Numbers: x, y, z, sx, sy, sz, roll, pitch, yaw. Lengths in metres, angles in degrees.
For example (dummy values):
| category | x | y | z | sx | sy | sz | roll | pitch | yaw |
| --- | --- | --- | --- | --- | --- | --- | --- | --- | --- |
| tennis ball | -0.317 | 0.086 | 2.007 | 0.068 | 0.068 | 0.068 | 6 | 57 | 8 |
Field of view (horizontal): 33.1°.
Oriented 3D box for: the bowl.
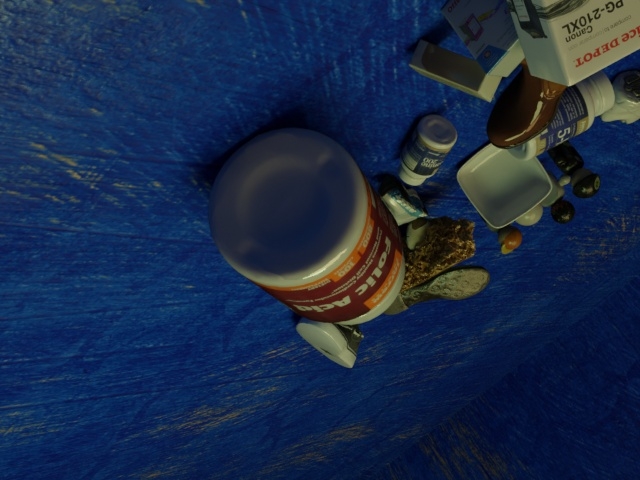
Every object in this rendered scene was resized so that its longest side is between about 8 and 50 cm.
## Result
| category | x | y | z | sx | sy | sz | roll | pitch | yaw |
| --- | --- | --- | --- | --- | --- | --- | --- | --- | --- |
| bowl | 0.336 | -0.111 | 1.968 | 0.142 | 0.142 | 0.053 | -36 | -179 | 11 |

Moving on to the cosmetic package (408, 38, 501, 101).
| category | x | y | z | sx | sy | sz | roll | pitch | yaw |
| --- | --- | --- | --- | --- | --- | --- | --- | --- | --- |
| cosmetic package | 0.187 | -0.236 | 1.493 | 0.060 | 0.115 | 0.041 | 15 | 100 | -64 |

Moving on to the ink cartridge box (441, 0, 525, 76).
| category | x | y | z | sx | sy | sz | roll | pitch | yaw |
| --- | --- | --- | --- | --- | --- | --- | --- | --- | --- |
| ink cartridge box | 0.228 | -0.291 | 1.424 | 0.052 | 0.122 | 0.088 | -4 | 145 | -44 |

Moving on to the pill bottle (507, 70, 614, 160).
| category | x | y | z | sx | sy | sz | roll | pitch | yaw |
| --- | --- | --- | --- | --- | --- | --- | --- | --- | --- |
| pill bottle | 0.400 | -0.222 | 1.831 | 0.186 | 0.112 | 0.112 | -27 | 159 | -12 |

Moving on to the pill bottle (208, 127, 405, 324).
| category | x | y | z | sx | sy | sz | roll | pitch | yaw |
| --- | --- | --- | --- | --- | --- | --- | --- | --- | --- |
| pill bottle | 0.000 | 0.000 | 1.609 | 0.224 | 0.224 | 0.392 | -34 | 159 | 5 |

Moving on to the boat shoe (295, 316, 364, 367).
| category | x | y | z | sx | sy | sz | roll | pitch | yaw |
| --- | --- | --- | --- | --- | --- | --- | --- | --- | --- |
| boat shoe | 0.034 | 0.184 | 2.249 | 0.102 | 0.108 | 0.301 | -63 | 158 | -11 |

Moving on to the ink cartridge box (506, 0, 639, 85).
| category | x | y | z | sx | sy | sz | roll | pitch | yaw |
| --- | --- | --- | --- | --- | --- | --- | --- | --- | --- |
| ink cartridge box | 0.313 | -0.331 | 1.300 | 0.172 | 0.100 | 0.237 | -28 | 115 | -9 |

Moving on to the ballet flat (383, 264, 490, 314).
| category | x | y | z | sx | sy | sz | roll | pitch | yaw |
| --- | --- | --- | --- | --- | --- | --- | --- | --- | --- |
| ballet flat | 0.241 | 0.099 | 2.324 | 0.249 | 0.058 | 0.084 | -18 | 119 | 8 |

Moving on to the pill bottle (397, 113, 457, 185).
| category | x | y | z | sx | sy | sz | roll | pitch | yaw |
| --- | --- | --- | --- | --- | --- | --- | --- | --- | --- |
| pill bottle | 0.169 | -0.143 | 1.746 | 0.067 | 0.067 | 0.120 | -19 | 156 | -30 |

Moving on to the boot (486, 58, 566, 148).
| category | x | y | z | sx | sy | sz | roll | pitch | yaw |
| --- | --- | --- | --- | --- | --- | --- | --- | --- | --- |
| boot | 0.302 | -0.254 | 1.595 | 0.264 | 0.096 | 0.280 | -40 | 157 | 23 |

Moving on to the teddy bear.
| category | x | y | z | sx | sy | sz | roll | pitch | yaw |
| --- | --- | --- | --- | --- | --- | --- | --- | --- | --- |
| teddy bear | 0.143 | 0.046 | 2.047 | 0.245 | 0.113 | 0.338 | -26 | 175 | -29 |

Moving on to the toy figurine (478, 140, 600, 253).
| category | x | y | z | sx | sy | sz | roll | pitch | yaw |
| --- | --- | --- | --- | --- | --- | --- | --- | --- | --- |
| toy figurine | 0.420 | -0.088 | 2.106 | 0.213 | 0.148 | 0.209 | -26 | 158 | -18 |

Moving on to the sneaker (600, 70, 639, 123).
| category | x | y | z | sx | sy | sz | roll | pitch | yaw |
| --- | --- | --- | --- | --- | --- | --- | --- | --- | --- |
| sneaker | 0.625 | -0.277 | 2.083 | 0.232 | 0.090 | 0.115 | -7 | 156 | -30 |

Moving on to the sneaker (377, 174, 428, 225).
| category | x | y | z | sx | sy | sz | roll | pitch | yaw |
| --- | --- | --- | --- | --- | --- | --- | --- | --- | --- |
| sneaker | 0.126 | -0.056 | 1.884 | 0.083 | 0.071 | 0.190 | -31 | 160 | 13 |
